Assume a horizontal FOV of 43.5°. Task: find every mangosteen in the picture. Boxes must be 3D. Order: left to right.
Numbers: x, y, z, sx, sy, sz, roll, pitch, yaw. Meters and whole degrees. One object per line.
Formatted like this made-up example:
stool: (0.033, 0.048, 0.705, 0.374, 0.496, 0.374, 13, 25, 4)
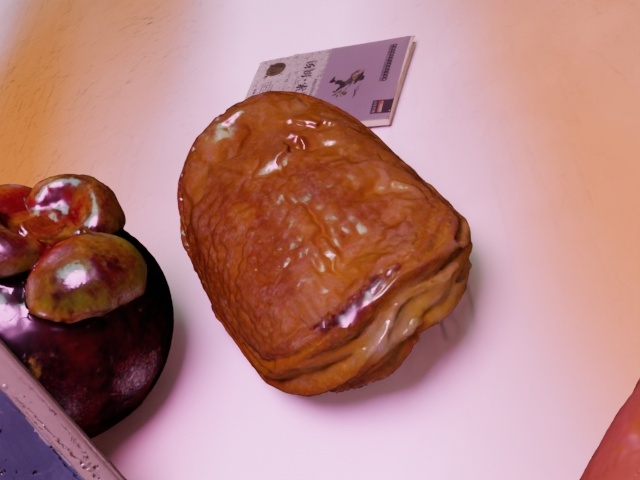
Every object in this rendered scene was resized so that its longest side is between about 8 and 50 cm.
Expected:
mangosteen: (-0.209, 0.055, 0.596, 0.209, 0.210, 0.210, -15, 45, 15)

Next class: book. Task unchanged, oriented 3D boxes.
book: (0.000, -0.153, 0.817, 0.181, 0.014, 0.127, -3, 49, 26)

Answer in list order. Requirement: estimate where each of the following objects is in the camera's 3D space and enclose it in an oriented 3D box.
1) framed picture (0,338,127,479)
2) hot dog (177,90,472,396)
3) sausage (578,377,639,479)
framed picture: (-0.277, 0.222, 0.471, 0.335, 0.247, 0.022, -40, 8, -12)
hot dog: (0.000, 0.000, 0.598, 0.196, 0.122, 0.272, -38, 47, -6)
sausage: (0.180, 0.129, 0.383, 0.113, 0.114, 0.259, 20, 63, 40)
